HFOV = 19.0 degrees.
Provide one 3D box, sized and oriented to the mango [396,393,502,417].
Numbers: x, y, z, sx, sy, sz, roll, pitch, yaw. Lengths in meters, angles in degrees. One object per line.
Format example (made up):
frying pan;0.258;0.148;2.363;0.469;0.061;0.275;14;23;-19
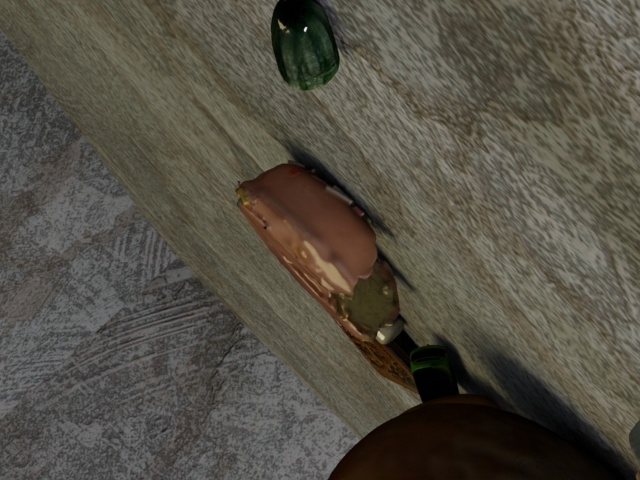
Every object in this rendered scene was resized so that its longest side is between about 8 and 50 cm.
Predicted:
mango;0.139;0.226;2.181;0.217;0.141;0.102;144;127;-64

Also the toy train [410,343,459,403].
toy train;0.131;0.153;2.199;0.209;0.044;0.042;67;-167;-69

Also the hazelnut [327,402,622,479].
hazelnut;0.176;0.353;1.906;0.409;0.359;0.359;39;172;3

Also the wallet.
wallet;0.079;0.130;2.405;0.195;0.042;0.161;51;172;-27

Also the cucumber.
cucumber;-0.013;-0.151;1.405;0.048;0.048;0.105;45;171;17

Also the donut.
donut;0.000;0.000;1.988;0.199;0.085;0.233;44;172;20

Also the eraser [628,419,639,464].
eraser;0.329;0.214;1.172;0.290;0.104;0.189;49;176;-11

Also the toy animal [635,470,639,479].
toy animal;0.306;0.237;1.532;0.150;0.083;0.089;56;-169;31

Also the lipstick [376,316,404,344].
lipstick;0.040;0.064;2.279;0.141;0.040;0.040;45;173;11
